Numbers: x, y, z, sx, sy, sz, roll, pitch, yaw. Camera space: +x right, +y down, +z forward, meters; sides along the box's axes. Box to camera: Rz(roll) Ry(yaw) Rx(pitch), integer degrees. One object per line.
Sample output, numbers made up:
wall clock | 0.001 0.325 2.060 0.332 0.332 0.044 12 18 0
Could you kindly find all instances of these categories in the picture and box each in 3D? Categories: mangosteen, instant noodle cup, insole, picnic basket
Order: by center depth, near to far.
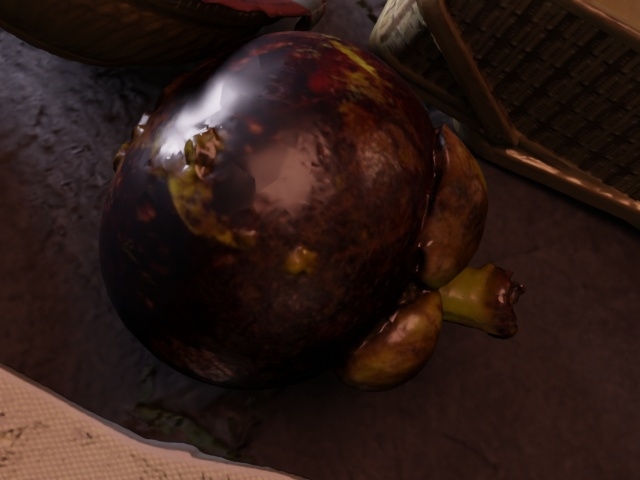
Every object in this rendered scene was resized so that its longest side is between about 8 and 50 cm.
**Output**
mangosteen | 0.000 0.000 0.690 0.217 0.192 0.192 32 64 -5
insole | -0.082 0.144 0.708 0.322 0.007 0.109 27 63 -3
instant noodle cup | -0.131 -0.164 0.744 0.274 0.090 0.274 27 24 -13
picnic basket | 0.204 -0.146 0.817 0.313 0.175 0.228 28 64 -8
